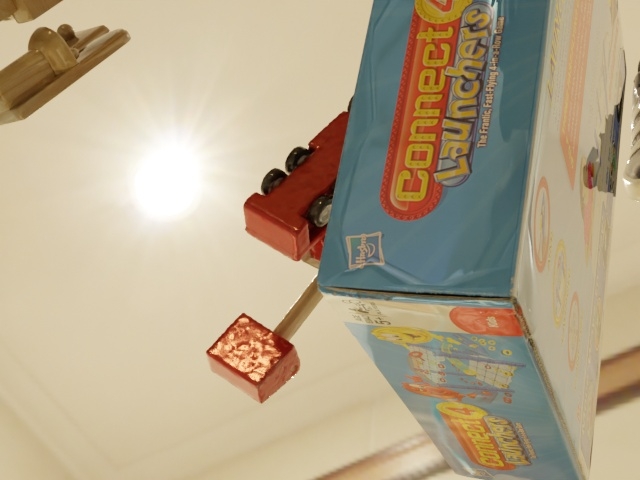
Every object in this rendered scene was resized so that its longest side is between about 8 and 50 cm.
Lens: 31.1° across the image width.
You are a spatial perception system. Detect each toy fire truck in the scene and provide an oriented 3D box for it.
[{"bbox_3d":[0.000,0.000,0.751,0.047,0.192,0.135,30,-32,26],"label":"toy fire truck"}]

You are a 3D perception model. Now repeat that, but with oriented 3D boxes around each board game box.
[{"bbox_3d":[0.108,-0.049,0.646,0.086,0.308,0.302,2,-25,20],"label":"board game box"}]

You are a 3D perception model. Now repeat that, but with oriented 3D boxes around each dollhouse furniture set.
[{"bbox_3d":[-0.196,-0.165,0.704,0.144,0.123,0.151,-2,-56,44],"label":"dollhouse furniture set"}]

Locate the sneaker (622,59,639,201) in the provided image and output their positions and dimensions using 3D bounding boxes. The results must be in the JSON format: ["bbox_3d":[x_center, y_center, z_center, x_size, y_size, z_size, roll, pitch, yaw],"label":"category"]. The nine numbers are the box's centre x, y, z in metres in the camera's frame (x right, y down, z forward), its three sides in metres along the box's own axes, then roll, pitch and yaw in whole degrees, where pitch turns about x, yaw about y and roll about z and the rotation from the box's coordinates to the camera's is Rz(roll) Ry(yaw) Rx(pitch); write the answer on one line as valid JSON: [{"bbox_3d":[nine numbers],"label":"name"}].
[{"bbox_3d":[0.401,-0.140,1.288,0.131,0.350,0.148,-4,-76,14],"label":"sneaker"}]
